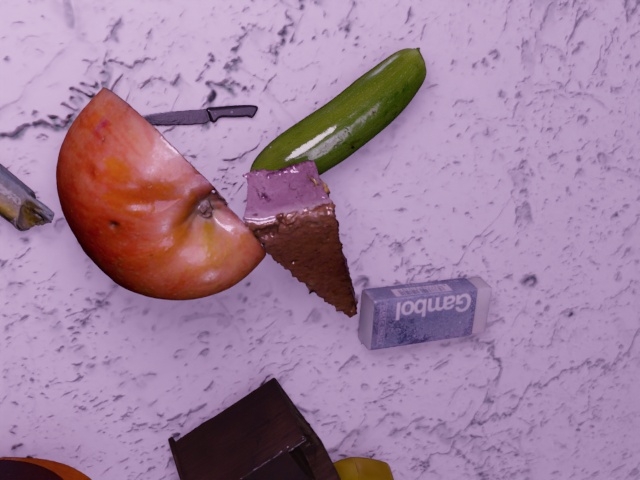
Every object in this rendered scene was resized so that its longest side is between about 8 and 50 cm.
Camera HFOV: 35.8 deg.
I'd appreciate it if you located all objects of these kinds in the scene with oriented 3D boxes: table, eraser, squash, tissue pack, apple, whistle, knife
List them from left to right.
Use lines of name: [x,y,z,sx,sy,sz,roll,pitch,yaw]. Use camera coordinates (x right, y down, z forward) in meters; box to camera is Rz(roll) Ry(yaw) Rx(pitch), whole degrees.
whistle: [-0.456,-0.116,1.187,0.326,0.068,0.057,43,57,-31]
apple: [-0.218,-0.027,1.220,0.163,0.251,0.293,-46,123,-8]
knife: [-0.165,-0.166,1.321,0.170,0.010,0.023,-7,110,-18]
table: [-0.093,0.347,1.502,0.193,0.172,0.169,-33,123,-1]
squash: [0.032,-0.160,1.365,0.292,0.082,0.082,-36,122,-4]
tissue pack: [0.053,0.455,1.642,0.127,0.123,0.178,1,111,-10]
eraser: [0.167,0.114,1.574,0.213,0.046,0.091,-6,116,-20]

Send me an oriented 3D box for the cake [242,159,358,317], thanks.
cake: [0.000,0.000,1.360,0.113,0.115,0.295,-20,144,12]

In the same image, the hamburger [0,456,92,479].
hamburger: [-0.439,0.459,1.322,0.330,0.330,0.250,-3,110,-22]
